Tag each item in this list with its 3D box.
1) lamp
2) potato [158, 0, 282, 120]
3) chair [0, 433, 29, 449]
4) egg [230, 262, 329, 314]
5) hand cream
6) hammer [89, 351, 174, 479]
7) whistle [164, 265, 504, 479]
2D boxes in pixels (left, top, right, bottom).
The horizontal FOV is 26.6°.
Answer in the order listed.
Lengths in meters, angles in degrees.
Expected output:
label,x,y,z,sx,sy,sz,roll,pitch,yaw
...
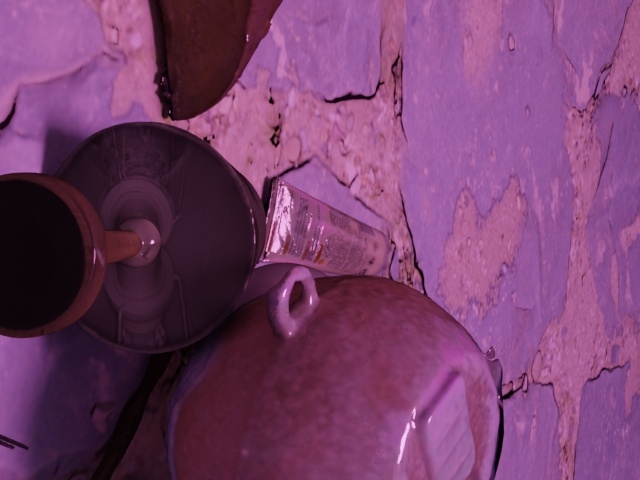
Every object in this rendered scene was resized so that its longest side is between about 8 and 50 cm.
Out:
label,x,y,z,sx,sy,sz,roll,pitch,yaw
lamp,-0.096,-0.001,0.677,0.215,0.121,0.121,-8,102,-74
potato,-0.042,-0.161,0.791,0.101,0.089,0.171,-34,123,-59
chair,-0.183,0.094,0.633,0.086,0.042,0.037,28,65,-23
egg,-0.016,0.073,0.869,0.103,0.103,0.135,-67,146,-31
hand cream,0.000,0.000,0.971,0.143,0.039,0.061,20,84,-53
hammer,-0.119,0.128,0.771,0.058,0.029,0.292,67,37,-46
whistle,0.017,0.153,0.764,0.189,0.189,0.347,-55,137,-44
